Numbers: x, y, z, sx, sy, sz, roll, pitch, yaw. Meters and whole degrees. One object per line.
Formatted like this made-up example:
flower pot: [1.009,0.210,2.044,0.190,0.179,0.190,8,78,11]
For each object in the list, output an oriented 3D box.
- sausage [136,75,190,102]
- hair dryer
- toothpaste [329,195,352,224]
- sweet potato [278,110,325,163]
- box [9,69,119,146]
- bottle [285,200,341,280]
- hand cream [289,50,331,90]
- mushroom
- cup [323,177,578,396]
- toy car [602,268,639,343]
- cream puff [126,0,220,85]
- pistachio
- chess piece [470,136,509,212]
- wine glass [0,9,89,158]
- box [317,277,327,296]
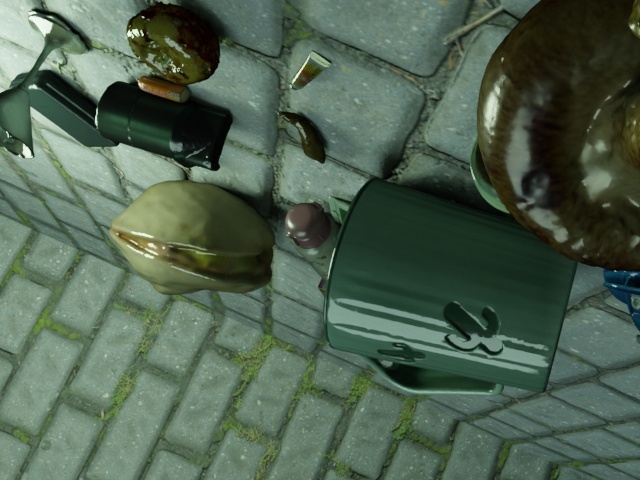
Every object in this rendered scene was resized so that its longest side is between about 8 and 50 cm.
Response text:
sausage: [-0.290,-0.277,1.468,0.107,0.031,0.031,19,162,17]
hair dryer: [-0.267,-0.194,1.601,0.244,0.116,0.302,20,174,15]
toothpaste: [0.194,-0.002,1.580,0.391,0.061,0.099,21,156,20]
sweet potato: [-0.021,-0.175,1.396,0.041,0.038,0.153,-10,146,23]
box: [-0.552,-0.284,1.770,0.160,0.050,0.230,7,156,46]
bottle: [0.000,0.000,1.761,0.109,0.110,0.233,14,161,30]
hand cream: [-0.020,-0.249,1.201,0.035,0.022,0.102,34,156,-14]
mushroom: [0.327,-0.090,0.713,0.330,0.356,0.334,1,123,-10]
cup: [0.227,0.098,1.422,0.392,0.310,0.401,15,161,18]
toy car: [0.553,0.099,1.220,0.198,0.166,0.314,11,160,46]
cream puff: [-0.216,-0.300,1.208,0.149,0.085,0.149,21,159,9]
pistachio: [-0.294,0.004,1.889,0.365,0.282,0.445,3,-169,-45]
chess piece: [0.313,-0.075,1.134,0.139,0.139,0.271,14,172,32]
wine glass: [-0.519,-0.279,1.433,0.156,0.232,0.156,23,164,7]
box: [0.043,0.150,2.250,0.041,0.050,0.207,19,162,23]
